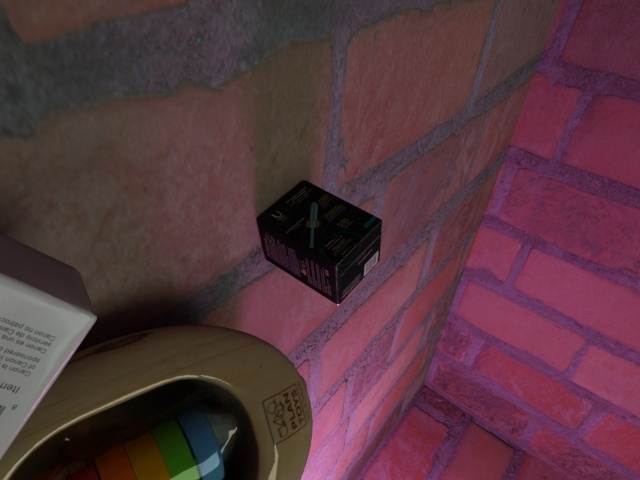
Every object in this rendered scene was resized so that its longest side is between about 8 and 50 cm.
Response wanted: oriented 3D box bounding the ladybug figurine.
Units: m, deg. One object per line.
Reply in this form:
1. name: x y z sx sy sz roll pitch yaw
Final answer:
1. ladybug figurine: -0.208 0.264 0.503 0.449 0.162 0.305 -13 85 -36

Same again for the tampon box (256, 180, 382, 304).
1. tampon box: 0.000 0.000 0.700 0.120 0.161 0.101 -42 148 -30

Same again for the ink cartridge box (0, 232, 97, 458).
1. ink cartridge box: -0.308 0.104 0.253 0.197 0.114 0.273 38 80 -35
